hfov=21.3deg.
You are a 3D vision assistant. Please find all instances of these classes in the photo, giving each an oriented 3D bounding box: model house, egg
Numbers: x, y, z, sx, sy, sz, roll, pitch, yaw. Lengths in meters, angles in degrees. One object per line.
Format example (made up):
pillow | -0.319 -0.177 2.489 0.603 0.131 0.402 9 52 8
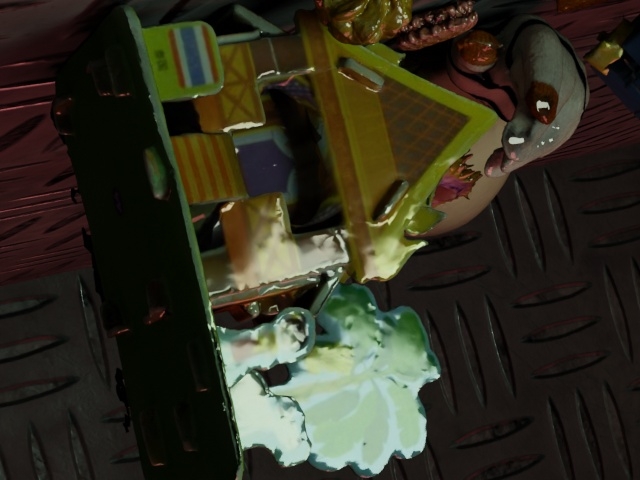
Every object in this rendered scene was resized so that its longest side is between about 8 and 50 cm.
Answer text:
model house | 0.000 0.000 1.250 0.312 0.358 0.242 -12 174 -20
egg | 0.115 -0.099 1.772 0.264 0.174 0.286 -18 174 -11

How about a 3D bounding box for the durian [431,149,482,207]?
durian | 0.001 -0.073 1.607 0.341 0.112 0.191 -12 174 28

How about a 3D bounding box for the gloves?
gloves | 0.187 -0.140 1.542 0.131 0.140 0.218 -20 -166 -9

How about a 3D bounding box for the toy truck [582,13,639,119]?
toy truck | 0.360 -0.179 1.482 0.162 0.161 0.385 -46 180 -7

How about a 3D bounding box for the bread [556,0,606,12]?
bread | 0.239 -0.221 1.414 0.094 0.035 0.090 -15 177 7

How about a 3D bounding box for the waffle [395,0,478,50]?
waffle | 0.100 -0.185 1.472 0.075 0.029 0.083 -16 -179 -8

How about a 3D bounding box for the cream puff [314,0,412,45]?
cream puff | 0.030 -0.171 1.190 0.083 0.083 0.058 3 125 -41
